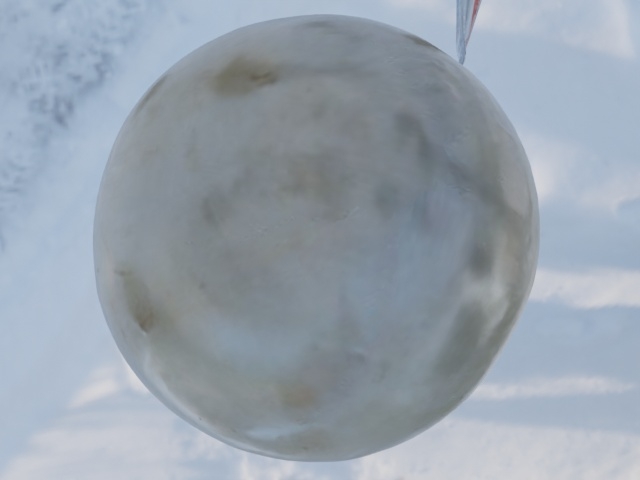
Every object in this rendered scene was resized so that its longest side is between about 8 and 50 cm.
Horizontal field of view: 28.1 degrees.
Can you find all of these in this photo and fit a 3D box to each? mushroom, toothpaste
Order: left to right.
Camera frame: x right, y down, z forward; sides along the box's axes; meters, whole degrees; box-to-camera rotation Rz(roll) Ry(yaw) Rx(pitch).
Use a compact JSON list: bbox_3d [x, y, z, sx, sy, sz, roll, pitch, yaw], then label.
[{"bbox_3d":[0.000,0.000,1.046,0.362,0.362,0.294,-25,163,8],"label":"mushroom"},{"bbox_3d":[0.154,-0.291,1.269,0.057,0.234,0.089,10,176,4],"label":"toothpaste"}]
